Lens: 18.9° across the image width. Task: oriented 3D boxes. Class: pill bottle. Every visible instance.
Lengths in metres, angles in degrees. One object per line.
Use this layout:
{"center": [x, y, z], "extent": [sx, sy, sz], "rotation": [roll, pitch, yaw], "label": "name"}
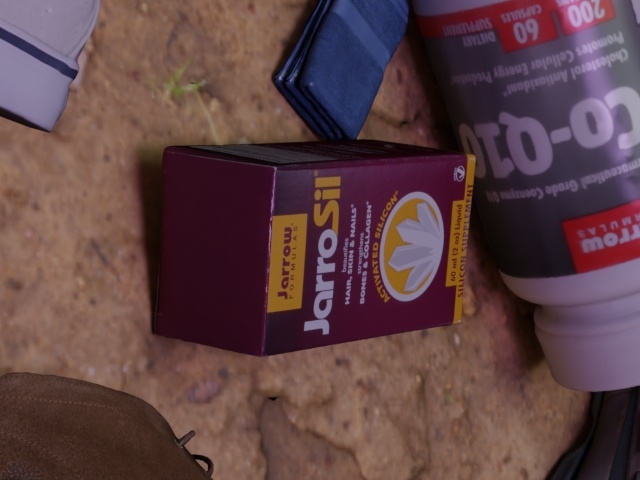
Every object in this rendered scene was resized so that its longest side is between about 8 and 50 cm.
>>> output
{"center": [0.175, -0.056, 1.253], "extent": [0.161, 0.161, 0.283], "rotation": [-34, 109, -48], "label": "pill bottle"}

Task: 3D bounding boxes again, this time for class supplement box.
{"center": [0.000, 0.000, 1.073], "extent": [0.188, 0.081, 0.104], "rotation": [-6, 103, -51], "label": "supplement box"}

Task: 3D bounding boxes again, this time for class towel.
{"center": [0.016, -0.118, 1.173], "extent": [0.067, 0.029, 0.119], "rotation": [50, 48, -34], "label": "towel"}

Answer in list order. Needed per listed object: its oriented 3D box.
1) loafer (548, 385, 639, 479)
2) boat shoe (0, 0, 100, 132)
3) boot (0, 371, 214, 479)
{"center": [0.236, 0.141, 1.352], "extent": [0.096, 0.084, 0.267], "rotation": [58, 44, -26], "label": "loafer"}
{"center": [-0.210, -0.176, 0.786], "extent": [0.367, 0.136, 0.156], "rotation": [27, 84, -48], "label": "boat shoe"}
{"center": [-0.067, 0.138, 0.971], "extent": [0.305, 0.112, 0.115], "rotation": [20, 58, -46], "label": "boot"}
